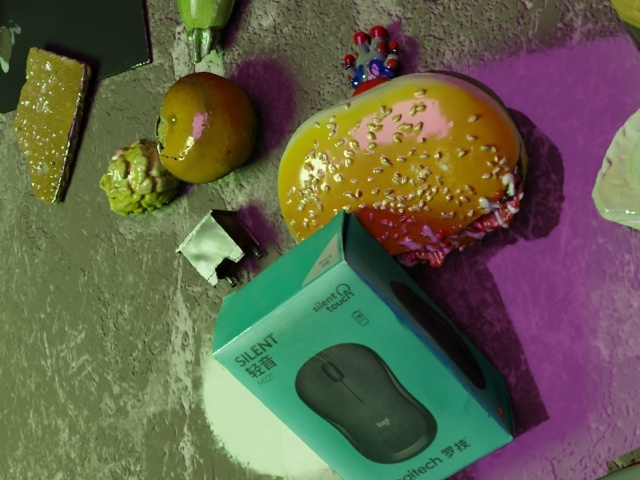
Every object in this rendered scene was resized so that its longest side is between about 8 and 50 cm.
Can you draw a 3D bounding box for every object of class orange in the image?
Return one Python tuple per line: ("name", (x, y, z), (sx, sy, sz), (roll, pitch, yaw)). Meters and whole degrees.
("orange", (-0.159, -0.154, 1.205), (0.157, 0.134, 0.156), (-19, 63, 42))

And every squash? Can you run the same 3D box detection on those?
("squash", (-0.166, -0.324, 1.248), (0.105, 0.105, 0.132), (15, 112, 27))

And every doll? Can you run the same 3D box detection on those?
("doll", (0.071, -0.183, 1.125), (0.104, 0.062, 0.194), (-8, 76, 15))

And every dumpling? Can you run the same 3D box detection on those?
("dumpling", (0.424, -0.077, 0.908), (0.252, 0.131, 0.179), (10, 69, 16))

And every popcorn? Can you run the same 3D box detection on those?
("popcorn", (-0.265, -0.096, 1.263), (0.116, 0.120, 0.106), (-6, 70, -6))

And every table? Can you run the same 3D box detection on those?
("table", (-0.138, 0.015, 1.214), (0.083, 0.070, 0.082), (-47, 72, 16))

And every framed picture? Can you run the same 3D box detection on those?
("framed picture", (-0.420, -0.363, 1.412), (0.324, 0.013, 0.244), (-12, 81, 26))

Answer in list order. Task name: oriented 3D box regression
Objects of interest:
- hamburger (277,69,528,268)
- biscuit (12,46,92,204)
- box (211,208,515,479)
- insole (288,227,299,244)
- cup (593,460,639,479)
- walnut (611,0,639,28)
("hamburger", (0.094, -0.076, 1.016), (0.295, 0.151, 0.227), (-21, 115, 28))
("biscuit", (-0.443, -0.185, 1.399), (0.131, 0.026, 0.236), (21, 102, 27))
("box", (0.052, 0.148, 0.996), (0.205, 0.118, 0.311), (-37, 108, 19))
("insole", (0.000, 0.000, 1.178), (0.065, 0.006, 0.193), (-36, 72, 20))
("cup", (0.423, 0.263, 0.858), (0.288, 0.203, 0.203), (-29, 74, 29))
("walnut", (0.402, -0.317, 0.900), (0.226, 0.193, 0.193), (-23, 77, 34))
